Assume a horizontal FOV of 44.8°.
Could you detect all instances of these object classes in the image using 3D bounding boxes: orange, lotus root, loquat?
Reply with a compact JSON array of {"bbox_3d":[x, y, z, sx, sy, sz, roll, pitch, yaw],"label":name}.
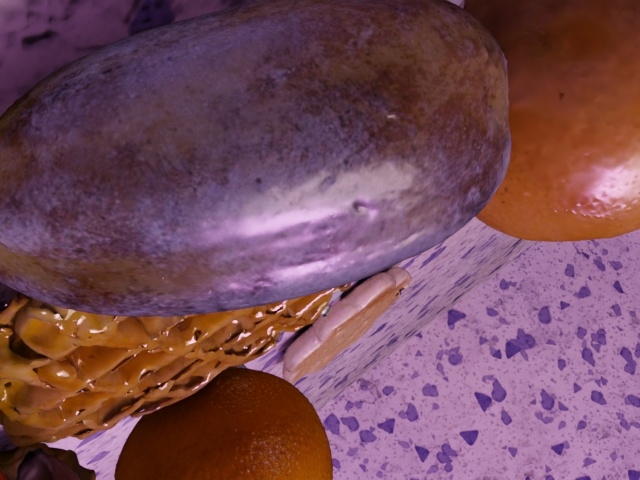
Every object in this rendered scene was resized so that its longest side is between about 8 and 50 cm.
[{"bbox_3d":[-0.100,0.250,0.829,0.236,0.236,0.236,-37,165,-11],"label":"orange"},{"bbox_3d":[-0.055,-0.029,0.387,0.322,0.140,0.158,-17,165,-15],"label":"lotus root"},{"bbox_3d":[0.212,-0.123,0.651,0.263,0.263,0.263,-37,165,-11],"label":"loquat"}]

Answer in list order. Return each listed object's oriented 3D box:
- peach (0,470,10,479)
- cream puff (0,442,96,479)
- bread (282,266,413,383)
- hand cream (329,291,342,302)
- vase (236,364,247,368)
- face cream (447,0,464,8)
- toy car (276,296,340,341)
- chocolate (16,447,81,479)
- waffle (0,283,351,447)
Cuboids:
[{"bbox_3d":[-0.316,0.264,0.423,0.372,0.290,0.372,17,90,-85],"label":"peach"},{"bbox_3d":[-0.307,0.305,0.814,0.221,0.194,0.195,-23,170,16],"label":"cream puff"},{"bbox_3d":[0.045,0.158,1.469,0.316,0.054,0.316,-38,166,-11],"label":"bread"},{"bbox_3d":[0.000,0.000,0.876,0.109,0.067,0.320,-16,160,-6],"label":"hand cream"},{"bbox_3d":[-0.143,0.190,1.042,0.096,0.096,0.219,-38,168,-5],"label":"vase"},{"bbox_3d":[0.028,-0.125,0.547,0.143,0.089,0.314,-28,168,-19],"label":"face cream"},{"bbox_3d":[-0.042,0.096,1.076,0.142,0.055,0.069,-25,164,0],"label":"toy car"},{"bbox_3d":[-0.201,0.298,0.605,0.083,0.261,0.161,36,91,-39],"label":"chocolate"},{"bbox_3d":[-0.104,0.053,0.666,0.380,0.095,0.382,-22,162,-31],"label":"waffle"}]
